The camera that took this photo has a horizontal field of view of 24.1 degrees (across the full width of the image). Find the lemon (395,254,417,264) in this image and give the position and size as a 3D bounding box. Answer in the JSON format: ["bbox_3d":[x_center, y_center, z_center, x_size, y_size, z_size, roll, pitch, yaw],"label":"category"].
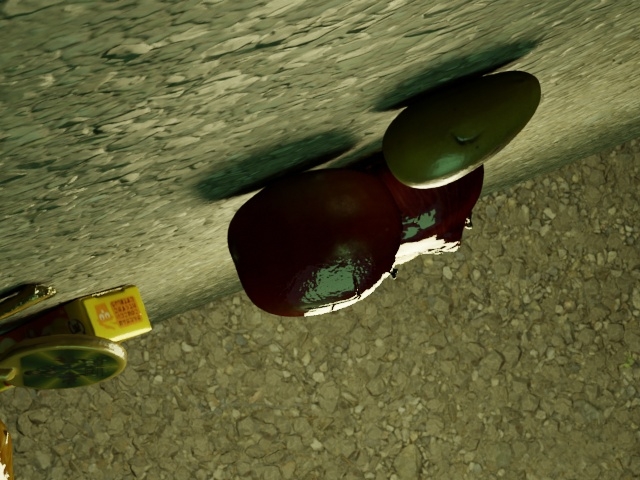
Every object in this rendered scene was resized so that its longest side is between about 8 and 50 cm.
[{"bbox_3d":[0.098,-0.030,2.364,0.187,0.142,0.142,-12,-176,43],"label":"lemon"}]

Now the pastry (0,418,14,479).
[{"bbox_3d":[-0.570,0.325,2.006,0.312,0.388,0.388,-40,-172,-36],"label":"pastry"}]

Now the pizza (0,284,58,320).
[{"bbox_3d":[-0.393,0.078,1.997,0.123,0.026,0.108,-27,176,33],"label":"pizza"}]

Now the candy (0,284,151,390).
[{"bbox_3d":[-0.431,0.164,2.506,0.276,0.088,0.146,-24,176,33],"label":"candy"}]

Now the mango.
[{"bbox_3d":[0.164,-0.129,1.699,0.195,0.098,0.137,-27,172,4],"label":"mango"}]

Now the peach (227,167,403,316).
[{"bbox_3d":[0.000,0.000,1.914,0.226,0.196,0.190,-20,-151,6],"label":"peach"}]

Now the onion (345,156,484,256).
[{"bbox_3d":[0.121,-0.057,2.106,0.248,0.161,0.248,-16,154,-8],"label":"onion"}]

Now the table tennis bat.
[{"bbox_3d":[-0.466,0.196,2.372,0.320,0.050,0.198,-2,155,-13],"label":"table tennis bat"}]
